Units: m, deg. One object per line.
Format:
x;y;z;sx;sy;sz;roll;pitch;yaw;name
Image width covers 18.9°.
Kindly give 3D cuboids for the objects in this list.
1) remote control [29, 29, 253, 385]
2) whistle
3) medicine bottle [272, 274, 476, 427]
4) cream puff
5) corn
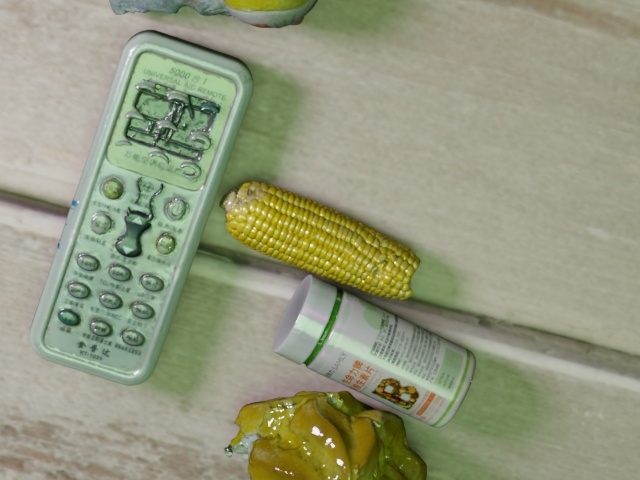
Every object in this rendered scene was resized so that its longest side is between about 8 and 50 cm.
-0.171;-0.030;1.824;0.128;0.065;0.335;19;104;-6;remote control
-0.083;-0.237;1.752;0.223;0.123;0.123;-13;107;15;whistle
0.053;0.109;1.865;0.183;0.086;0.086;25;103;-9;medicine bottle
0.021;0.248;1.860;0.195;0.194;0.221;-20;109;3;cream puff
0.000;0.000;1.841;0.206;0.067;0.067;22;104;-9;corn
